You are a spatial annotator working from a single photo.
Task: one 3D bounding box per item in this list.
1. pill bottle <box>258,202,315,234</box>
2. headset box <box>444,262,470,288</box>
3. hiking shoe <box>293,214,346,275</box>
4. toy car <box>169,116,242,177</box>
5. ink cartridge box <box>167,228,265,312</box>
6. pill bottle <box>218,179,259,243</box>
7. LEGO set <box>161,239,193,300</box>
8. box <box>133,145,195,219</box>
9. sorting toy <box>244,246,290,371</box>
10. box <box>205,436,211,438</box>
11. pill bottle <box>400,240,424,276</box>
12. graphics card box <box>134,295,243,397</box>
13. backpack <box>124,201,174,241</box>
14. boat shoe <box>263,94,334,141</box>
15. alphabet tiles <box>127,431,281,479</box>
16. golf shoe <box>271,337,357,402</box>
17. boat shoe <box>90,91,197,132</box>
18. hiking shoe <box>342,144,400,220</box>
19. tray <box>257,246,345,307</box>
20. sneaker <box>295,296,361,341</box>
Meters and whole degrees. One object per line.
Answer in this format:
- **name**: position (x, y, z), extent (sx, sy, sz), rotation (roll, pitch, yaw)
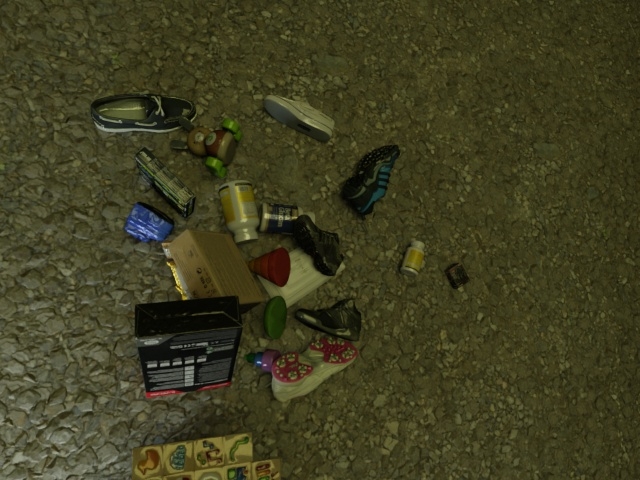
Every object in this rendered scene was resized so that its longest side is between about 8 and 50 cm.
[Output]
- **pill bottle**: position (-0.107, -0.066, 1.382), extent (0.169, 0.094, 0.094), rotation (5, 78, -18)
- **headset box**: position (0.492, 0.123, 1.579), extent (0.062, 0.032, 0.083), rotation (-27, 90, -21)
- **hiking shoe**: position (0.000, 0.000, 1.371), extent (0.114, 0.086, 0.227), rotation (-50, 122, -37)
- **toy car**: position (-0.358, -0.304, 1.332), extent (0.188, 0.149, 0.155), rotation (22, 83, -2)
- **ink cartridge box**: position (-0.281, 0.091, 1.196), extent (0.088, 0.193, 0.235), rotation (-37, 72, 16)
- **pill bottle**: position (-0.244, -0.085, 1.336), extent (0.103, 0.103, 0.184), rotation (-10, 83, -20)
- **LEGO set**: position (-0.348, 0.121, 1.255), extent (0.107, 0.132, 0.287), rotation (-26, 82, -30)
- **box**: position (-0.439, -0.157, 1.241), extent (0.190, 0.184, 0.045), rotation (45, 68, -5)
- **sorting toy**: position (-0.176, 0.200, 1.304), extent (0.126, 0.127, 0.365), rotation (2, 84, 18)
- **box**: position (-0.292, 0.680, 1.008), extent (0.212, 0.395, 0.293), rotation (-18, 85, -21)
- **pill bottle**: position (0.323, 0.061, 1.517), extent (0.065, 0.065, 0.116), rotation (26, 73, -12)
- **graphics card box**: position (-0.330, 0.276, 1.098), extent (0.233, 0.371, 0.094), rotation (-3, 54, -18)
- **backpack**: position (-0.488, -0.046, 1.253), extent (0.120, 0.098, 0.101), rotation (30, 92, -20)
- **boat shoe**: position (-0.069, -0.429, 1.480), extent (0.258, 0.095, 0.084), rotation (27, 67, -23)
- **alphabet tiles**: position (-0.242, 0.533, 0.837), extent (0.342, 0.011, 0.285), rotation (0, 79, -18)
- **golf shoe**: position (-0.022, 0.390, 1.325), extent (0.306, 0.115, 0.140), rotation (-9, 126, -35)
- **boat shoe**: position (-0.521, -0.387, 1.310), extent (0.302, 0.091, 0.114), rotation (-17, 85, -21)
- **hiking shoe**: position (0.189, -0.216, 1.526), extent (0.304, 0.113, 0.132), rotation (-49, 127, -27)
- **tray**: position (-0.054, 0.096, 1.403), extent (0.270, 0.030, 0.145), rotation (-32, 89, -22)
- **sneaker**: position (0.032, 0.229, 1.377), extent (0.227, 0.087, 0.130), rotation (20, 72, -17)
